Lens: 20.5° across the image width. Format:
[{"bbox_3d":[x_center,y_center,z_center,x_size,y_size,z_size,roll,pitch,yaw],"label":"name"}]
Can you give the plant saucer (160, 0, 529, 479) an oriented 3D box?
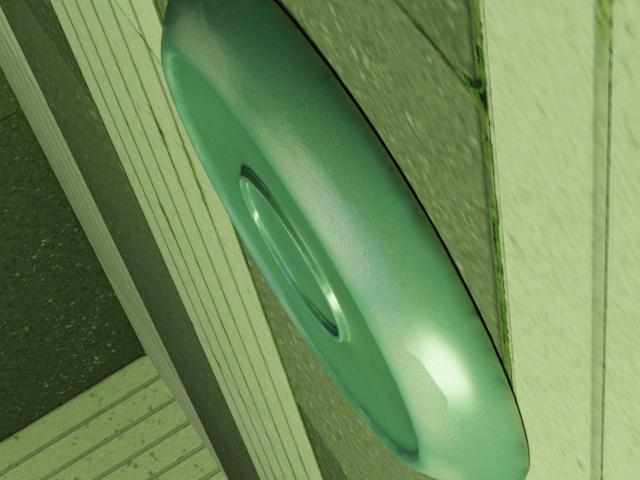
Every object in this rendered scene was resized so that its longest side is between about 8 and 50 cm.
[{"bbox_3d":[0.000,0.000,0.911,0.318,0.043,0.317,57,171,13],"label":"plant saucer"}]
